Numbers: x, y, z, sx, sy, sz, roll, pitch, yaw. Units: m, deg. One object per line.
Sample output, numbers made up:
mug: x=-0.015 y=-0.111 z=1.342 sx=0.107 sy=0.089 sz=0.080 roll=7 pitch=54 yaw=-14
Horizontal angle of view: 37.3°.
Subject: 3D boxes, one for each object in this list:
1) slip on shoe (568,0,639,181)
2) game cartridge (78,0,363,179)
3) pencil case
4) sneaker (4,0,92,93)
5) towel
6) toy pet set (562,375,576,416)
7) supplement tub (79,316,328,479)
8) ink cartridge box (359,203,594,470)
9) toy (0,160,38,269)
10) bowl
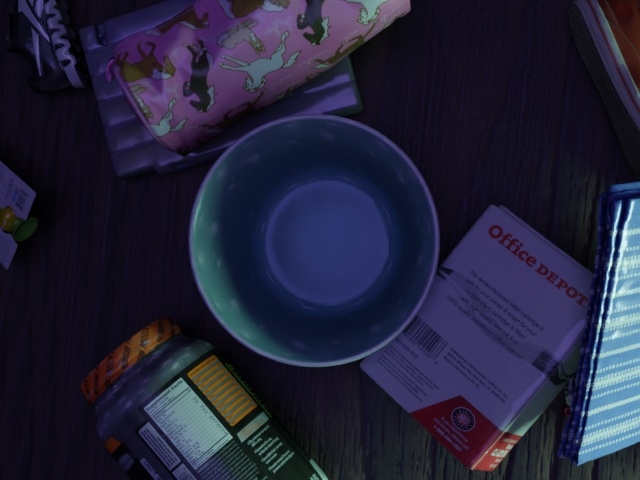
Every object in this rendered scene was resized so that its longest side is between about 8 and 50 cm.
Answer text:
slip on shoe: x=0.422 y=-0.173 z=1.200 sx=0.101 sy=0.123 sz=0.331 roll=-21 pitch=80 yaw=2
game cartridge: x=-0.138 y=-0.232 z=1.311 sx=0.355 sy=0.068 sz=0.230 roll=-15 pitch=91 yaw=8
pencil case: x=-0.080 y=-0.263 z=1.197 sx=0.386 sy=0.160 sz=0.167 roll=-33 pitch=71 yaw=7
sneaker: x=-0.405 y=-0.312 z=1.340 sx=0.106 sy=0.078 sz=0.234 roll=-19 pitch=88 yaw=5
towel: x=0.388 y=0.087 z=1.121 sx=0.040 sy=0.243 sz=0.335 roll=27 pitch=118 yaw=49
toy pet set: x=0.376 y=0.177 z=1.223 sx=0.122 sy=0.065 sz=0.114 roll=-3 pitch=89 yaw=8
supplement tub: x=-0.155 y=0.264 z=1.235 sx=0.193 sy=0.193 sz=0.316 roll=-42 pitch=83 yaw=5
ink cartridge box: x=0.218 y=0.122 z=1.196 sx=0.197 sy=0.114 sz=0.272 roll=41 pitch=96 yaw=28
toy: x=-0.481 y=-0.085 z=1.348 sx=0.237 sy=0.056 sz=0.136 roll=42 pitch=120 yaw=22
bowl: x=0.000 y=0.000 z=1.232 sx=0.312 sy=0.163 sz=0.311 roll=0 pitch=90 yaw=8
